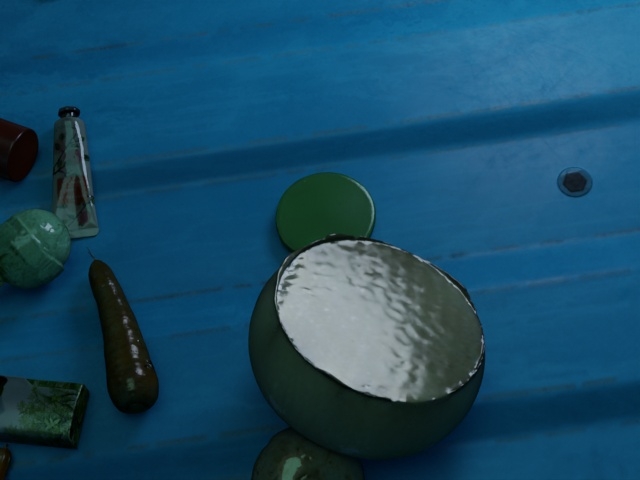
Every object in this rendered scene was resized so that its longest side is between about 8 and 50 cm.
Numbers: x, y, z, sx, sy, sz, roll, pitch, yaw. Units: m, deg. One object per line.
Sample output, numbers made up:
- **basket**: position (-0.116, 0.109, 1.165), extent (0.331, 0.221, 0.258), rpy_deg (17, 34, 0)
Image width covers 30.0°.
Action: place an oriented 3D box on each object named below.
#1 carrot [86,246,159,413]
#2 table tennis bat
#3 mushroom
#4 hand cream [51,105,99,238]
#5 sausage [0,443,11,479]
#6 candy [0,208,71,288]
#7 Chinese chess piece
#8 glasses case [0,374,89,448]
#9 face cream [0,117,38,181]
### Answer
- **carrot**: position (-0.313, 0.128, 1.833), extent (0.078, 0.078, 0.298), rpy_deg (-19, 60, -5)
- **table tennis bat**: position (0.000, 0.000, 1.892), extent (0.160, 0.039, 0.257), rpy_deg (8, 58, 8)
- **mushroom**: position (-0.019, 0.337, 1.663), extent (0.166, 0.127, 0.166), rpy_deg (-3, 97, -25)
- **hand cream**: position (-0.413, -0.112, 1.979), extent (0.080, 0.050, 0.234), rpy_deg (-7, 69, -3)
- **sausage**: position (-0.478, 0.348, 1.750), extent (0.031, 0.031, 0.107), rpy_deg (9, 65, 9)
- **candy**: position (-0.570, 0.113, 1.848), extent (0.440, 0.119, 0.119), rpy_deg (-40, 67, -10)
- **Chinese chess piece**: position (0.067, 0.146, 1.685), extent (0.338, 0.141, 0.338), rpy_deg (12, 43, -12)
- **glasses case**: position (-0.491, 0.248, 1.786), extent (0.272, 0.062, 0.095), rpy_deg (4, 63, 6)
- **face cream**: position (-0.586, -0.173, 1.991), extent (0.214, 0.096, 0.096), rpy_deg (19, 66, 13)
